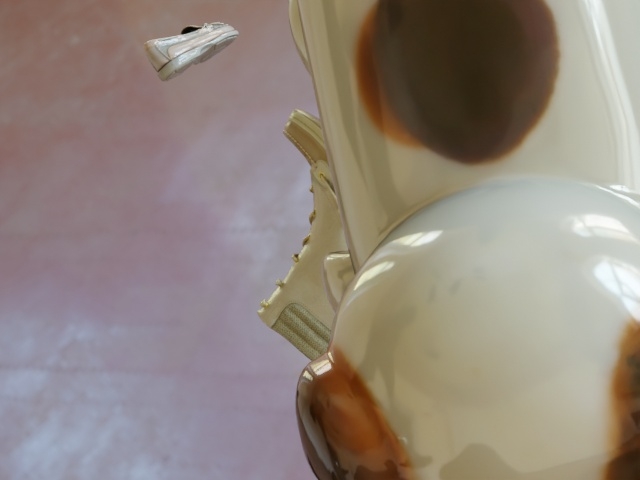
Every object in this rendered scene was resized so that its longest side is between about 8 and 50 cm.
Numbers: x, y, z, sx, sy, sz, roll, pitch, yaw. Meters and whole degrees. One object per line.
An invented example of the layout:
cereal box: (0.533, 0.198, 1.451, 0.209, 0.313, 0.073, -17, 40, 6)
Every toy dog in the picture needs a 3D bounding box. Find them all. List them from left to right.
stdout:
toy dog: (0.117, -0.032, 0.982, 0.285, 0.395, 0.408, -6, 61, 9)

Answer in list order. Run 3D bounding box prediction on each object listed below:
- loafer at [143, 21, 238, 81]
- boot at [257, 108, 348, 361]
loafer: (-0.119, -0.185, 1.722, 0.045, 0.039, 0.125, -39, 0, 34)
boot: (0.000, 0.000, 1.588, 0.165, 0.077, 0.213, -52, 53, 13)
